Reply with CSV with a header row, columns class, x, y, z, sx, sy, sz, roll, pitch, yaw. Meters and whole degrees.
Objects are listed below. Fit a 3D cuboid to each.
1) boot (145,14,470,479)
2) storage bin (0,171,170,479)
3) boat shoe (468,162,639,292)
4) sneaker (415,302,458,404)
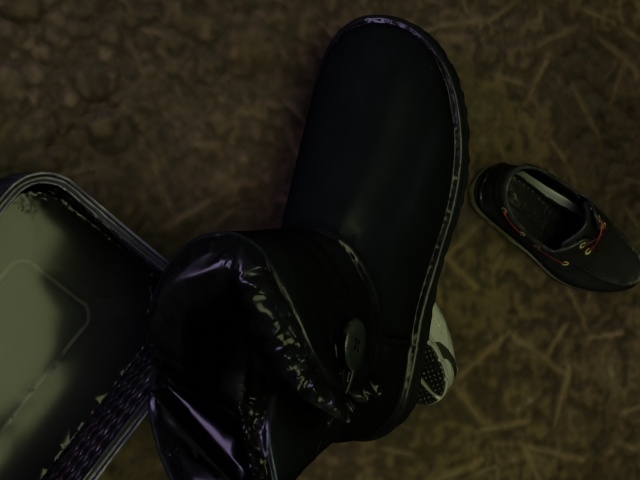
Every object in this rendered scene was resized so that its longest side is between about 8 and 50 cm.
class,x,y,z,sx,sy,sz,roll,pitch,yaw
boot,0.000,0.000,0.605,0.094,0.207,0.247,8,94,20
storage bin,-0.157,0.064,0.610,0.122,0.084,0.180,41,77,-18
boat shoe,0.153,-0.004,0.754,0.133,0.042,0.049,31,79,-21
sneaker,0.051,0.042,0.722,0.043,0.040,0.109,-14,86,-64
